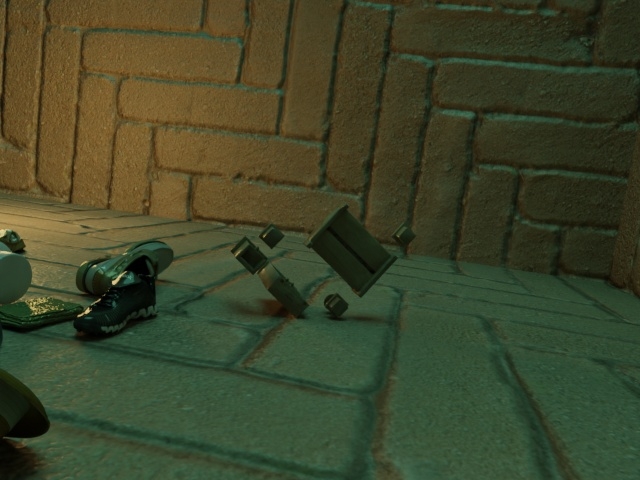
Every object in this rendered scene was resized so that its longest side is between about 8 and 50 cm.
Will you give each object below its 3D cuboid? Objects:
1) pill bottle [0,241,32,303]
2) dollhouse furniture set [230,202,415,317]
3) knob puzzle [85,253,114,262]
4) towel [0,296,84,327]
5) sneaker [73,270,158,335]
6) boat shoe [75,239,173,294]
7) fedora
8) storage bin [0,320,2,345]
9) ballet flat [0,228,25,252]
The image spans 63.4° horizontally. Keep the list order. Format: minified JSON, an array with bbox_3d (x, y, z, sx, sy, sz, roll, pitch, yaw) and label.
[{"bbox_3d":[-0.715,0.055,1.046,0.245,0.137,0.136,10,7,19],"label":"pill bottle"},{"bbox_3d":[0.000,0.000,1.308,0.303,0.355,0.174,46,-4,-18],"label":"dollhouse furniture set"},{"bbox_3d":[-0.593,0.066,1.535,0.213,0.030,0.213,8,7,-1],"label":"knob puzzle"},{"bbox_3d":[-0.548,0.139,0.996,0.110,0.027,0.148,9,8,21],"label":"towel"},{"bbox_3d":[-0.398,0.114,1.020,0.078,0.106,0.234,8,7,13],"label":"sneaker"},{"bbox_3d":[-0.461,0.076,1.309,0.103,0.113,0.302,11,18,20],"label":"boat shoe"},{"bbox_3d":[-0.377,0.175,0.513,0.194,0.194,0.079,8,44,6],"label":"fedora"},{"bbox_3d":[-0.560,0.136,0.773,0.091,0.098,0.135,-4,8,-4],"label":"storage bin"},{"bbox_3d":[-0.924,0.002,1.529,0.080,0.073,0.232,5,7,-19],"label":"ballet flat"}]
